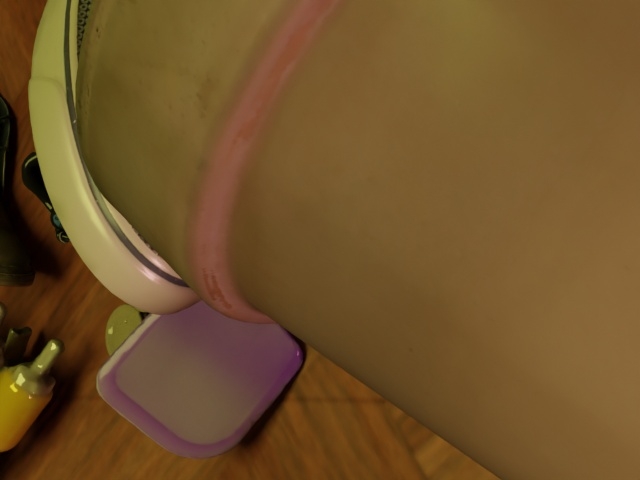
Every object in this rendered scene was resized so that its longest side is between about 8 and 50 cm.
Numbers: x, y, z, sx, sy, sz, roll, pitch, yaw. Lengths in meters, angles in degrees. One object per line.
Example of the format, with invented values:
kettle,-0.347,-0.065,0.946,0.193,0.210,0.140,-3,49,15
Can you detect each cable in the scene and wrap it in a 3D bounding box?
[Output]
cable,-0.260,0.157,0.981,0.139,0.072,0.287,28,102,23

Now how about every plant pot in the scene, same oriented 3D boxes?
plant pot,0.128,-0.024,0.496,0.280,0.323,0.323,49,119,19

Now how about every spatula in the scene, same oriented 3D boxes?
spatula,0.000,0.000,0.766,0.084,0.030,0.296,41,113,-5

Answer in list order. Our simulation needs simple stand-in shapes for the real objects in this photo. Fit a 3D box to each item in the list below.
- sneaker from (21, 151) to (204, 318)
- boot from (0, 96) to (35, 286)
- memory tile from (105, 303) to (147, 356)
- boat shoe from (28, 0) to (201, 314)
sneaker,-0.120,-0.002,0.856,0.162,0.073,0.063,39,112,38
boot,-0.246,-0.050,1.004,0.219,0.082,0.106,33,110,45
memory tile,-0.071,0.027,0.865,0.113,0.012,0.148,39,111,41
boat shoe,-0.050,-0.140,0.762,0.158,0.127,0.340,-28,54,36
